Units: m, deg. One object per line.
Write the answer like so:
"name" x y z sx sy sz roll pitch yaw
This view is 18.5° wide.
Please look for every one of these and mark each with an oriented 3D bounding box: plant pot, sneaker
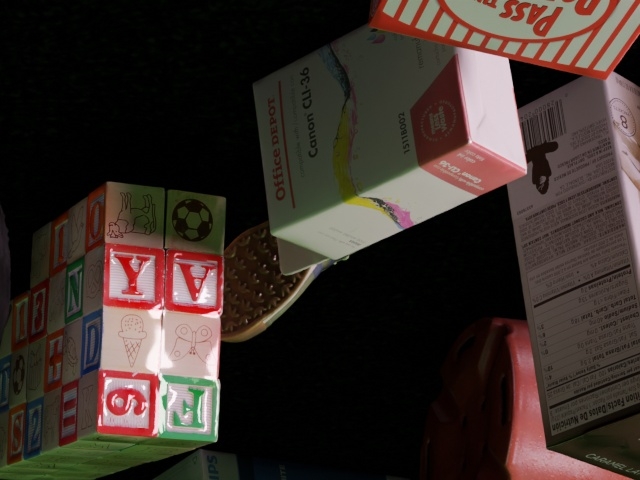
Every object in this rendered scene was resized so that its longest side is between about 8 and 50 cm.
"plant pot" 0.242 0.186 1.675 0.265 0.272 0.272 11 150 -16
"sneaker" 0.000 0.000 1.373 0.192 0.064 0.086 -51 151 14

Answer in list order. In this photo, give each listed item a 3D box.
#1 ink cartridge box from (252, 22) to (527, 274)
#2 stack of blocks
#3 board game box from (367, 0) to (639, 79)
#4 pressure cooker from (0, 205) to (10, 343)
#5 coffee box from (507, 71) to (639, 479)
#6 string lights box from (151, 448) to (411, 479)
"ink cartridge box" 0.026 -0.065 1.248 0.198 0.115 0.067 -25 149 33
"stack of blocks" -0.166 0.076 1.427 0.087 0.171 0.297 7 165 -24
"board game box" 0.120 -0.165 1.057 0.147 0.045 0.193 11 154 -8
"pressure cooker" -0.419 -0.003 1.008 0.370 0.375 0.420 -32 147 16
"coffee box" 0.211 0.027 1.328 0.098 0.246 0.141 -26 148 36
"string lights box" -0.044 0.282 1.986 0.260 0.076 0.133 13 148 -34
